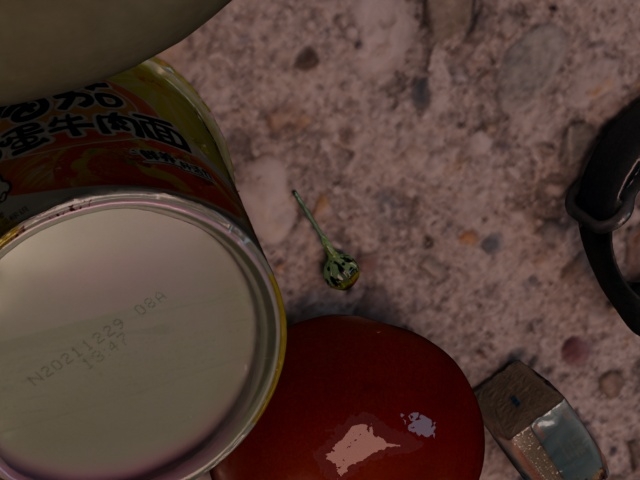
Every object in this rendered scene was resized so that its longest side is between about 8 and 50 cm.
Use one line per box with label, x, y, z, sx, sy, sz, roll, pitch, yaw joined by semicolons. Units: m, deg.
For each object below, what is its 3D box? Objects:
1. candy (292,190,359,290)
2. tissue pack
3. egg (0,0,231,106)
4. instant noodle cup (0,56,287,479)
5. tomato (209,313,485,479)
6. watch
candy;0.000;0.000;1.238;0.023;0.025;0.083;-47;117;-28
tissue pack;0.164;0.146;1.341;0.059;0.074;0.094;-39;125;-4
egg;-0.170;-0.199;0.929;0.352;0.258;0.258;-13;119;-14
instant noodle cup;-0.145;0.024;1.083;0.264;0.200;0.264;-9;116;-18
tomato;0.020;0.144;1.245;0.195;0.136;0.195;-9;118;-17
watch;0.278;-0.032;1.305;0.206;0.068;0.193;-18;117;-17
